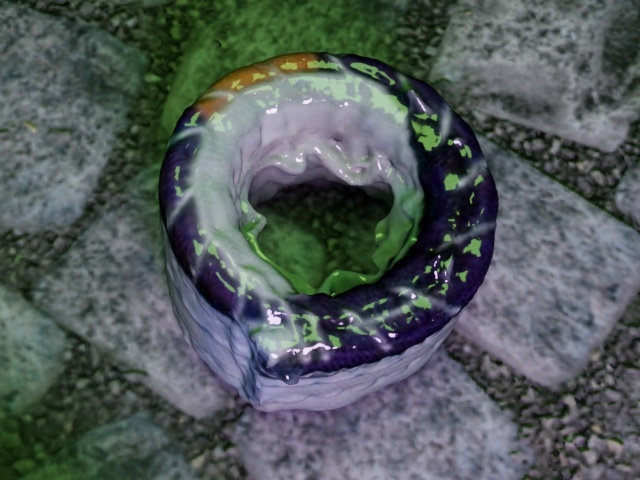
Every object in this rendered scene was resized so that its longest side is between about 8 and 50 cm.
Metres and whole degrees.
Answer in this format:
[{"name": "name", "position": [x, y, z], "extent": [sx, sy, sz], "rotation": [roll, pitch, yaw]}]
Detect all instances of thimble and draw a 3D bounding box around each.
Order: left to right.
[{"name": "thimble", "position": [0.000, 0.000, 0.961], "extent": [0.237, 0.150, 0.237], "rotation": [1, 65, -3]}]
